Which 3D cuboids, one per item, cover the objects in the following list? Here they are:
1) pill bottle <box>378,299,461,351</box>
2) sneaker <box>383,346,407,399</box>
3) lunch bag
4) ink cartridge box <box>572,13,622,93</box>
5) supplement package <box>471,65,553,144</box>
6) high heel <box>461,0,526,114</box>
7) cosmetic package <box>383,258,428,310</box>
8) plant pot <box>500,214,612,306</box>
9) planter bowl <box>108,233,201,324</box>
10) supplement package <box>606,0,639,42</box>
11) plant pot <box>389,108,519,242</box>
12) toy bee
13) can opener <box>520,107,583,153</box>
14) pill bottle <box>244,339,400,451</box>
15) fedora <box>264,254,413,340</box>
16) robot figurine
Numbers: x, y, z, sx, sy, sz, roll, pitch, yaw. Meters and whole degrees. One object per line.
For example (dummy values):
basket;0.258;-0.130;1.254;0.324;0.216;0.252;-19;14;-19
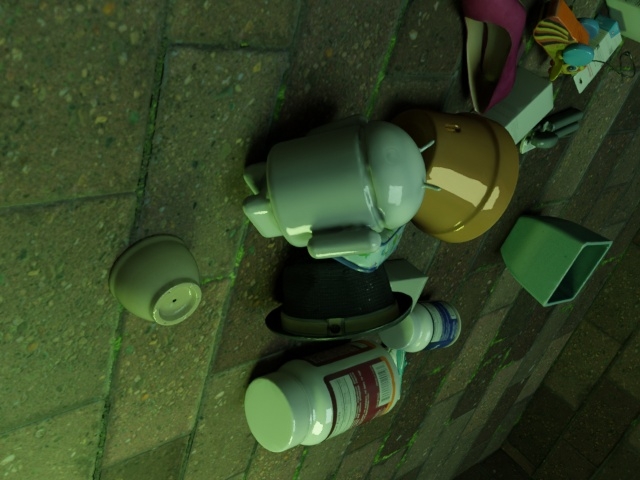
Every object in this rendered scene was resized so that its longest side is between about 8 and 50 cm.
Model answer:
pill bottle;0.298;0.257;1.954;0.265;0.153;0.153;5;120;-49
sneaker;0.243;0.427;2.114;0.110;0.107;0.275;-39;147;-30
lunch bag;0.076;-0.024;1.376;0.219;0.176;0.090;-39;155;-61
ink cartridge box;0.728;-0.504;1.754;0.180;0.060;0.104;-53;147;7
supplement package;0.480;-0.326;1.616;0.179;0.105;0.105;-43;146;-6
high heel;0.350;-0.401;1.368;0.377;0.127;0.181;22;96;-58
cosmetic package;0.165;0.130;1.725;0.238;0.107;0.127;-3;123;-43
plant pot;0.759;0.038;2.157;0.247;0.252;0.247;-1;125;-47
planter bowl;-0.284;0.085;1.174;0.162;0.109;0.162;-30;143;-26
supplement package;0.891;-0.617;1.695;0.149;0.203;0.194;-54;146;7
plant pot;0.246;-0.156;1.396;0.204;0.291;0.290;15;113;-36
toy bee;0.603;-0.456;1.584;0.298;0.162;0.195;46;63;-20
can opener;0.673;-0.310;1.869;0.280;0.093;0.074;-28;140;-35
pill bottle;0.009;0.409;1.720;0.392;0.224;0.224;-7;129;-44
fedora;0.033;0.106;1.439;0.334;0.334;0.152;-17;105;-38
robot figurine;0.038;-0.103;1.181;0.354;0.299;0.199;-10;152;15
